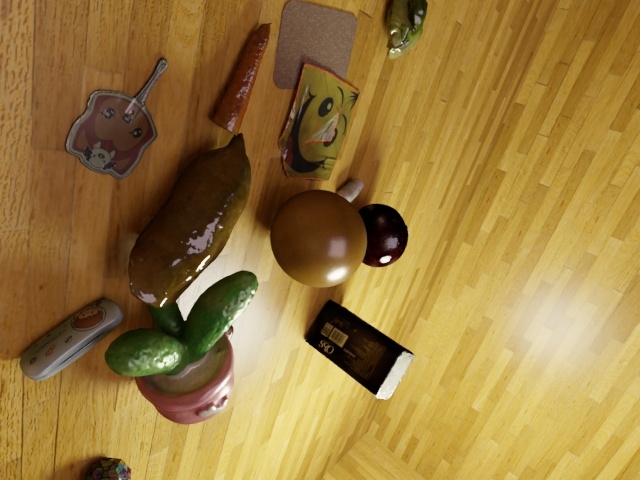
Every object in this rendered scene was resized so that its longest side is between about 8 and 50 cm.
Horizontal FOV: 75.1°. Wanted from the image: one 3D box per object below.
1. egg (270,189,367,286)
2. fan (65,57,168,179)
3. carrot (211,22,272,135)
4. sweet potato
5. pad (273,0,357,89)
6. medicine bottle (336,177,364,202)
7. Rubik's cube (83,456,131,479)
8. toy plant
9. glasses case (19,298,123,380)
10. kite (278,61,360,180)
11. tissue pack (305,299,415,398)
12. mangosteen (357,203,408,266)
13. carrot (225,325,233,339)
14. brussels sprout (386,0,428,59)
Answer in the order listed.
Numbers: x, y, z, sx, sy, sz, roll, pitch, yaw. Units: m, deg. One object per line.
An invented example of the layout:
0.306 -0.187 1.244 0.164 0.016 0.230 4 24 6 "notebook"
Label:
0.000 0.000 1.109 0.250 0.250 0.322 -57 162 -5 "egg"
-0.312 -0.206 0.680 0.220 0.009 0.132 -57 151 -4 "fan"
-0.146 -0.318 0.801 0.057 0.057 0.225 13 101 -60 "carrot"
-0.232 -0.050 0.804 0.370 0.157 0.158 -56 151 -6 "sweet potato"
-0.005 -0.438 0.957 0.266 0.002 0.176 -23 134 -48 "pad"
0.094 -0.156 1.315 0.089 0.052 0.052 -45 148 -25 "medicine bottle"
-0.509 0.576 0.990 0.093 0.111 0.111 -60 165 -61 "Rubik's cube"
-0.279 0.242 0.920 0.316 0.210 0.357 -28 139 -30 "toy plant"
-0.446 0.176 0.752 0.178 0.067 0.045 -41 146 -31 "glasses case"
0.009 -0.303 1.088 0.327 0.013 0.378 -45 148 -25 "kite"
0.137 0.407 1.579 0.210 0.369 0.198 -59 146 0 "tissue pack"
0.168 -0.013 1.431 0.265 0.228 0.228 -9 137 -3 "mangosteen"
-0.311 0.319 1.109 0.248 0.059 0.059 -57 151 2 "carrot"
0.233 -0.581 1.113 0.139 0.100 0.181 -6 105 -74 "brussels sprout"
